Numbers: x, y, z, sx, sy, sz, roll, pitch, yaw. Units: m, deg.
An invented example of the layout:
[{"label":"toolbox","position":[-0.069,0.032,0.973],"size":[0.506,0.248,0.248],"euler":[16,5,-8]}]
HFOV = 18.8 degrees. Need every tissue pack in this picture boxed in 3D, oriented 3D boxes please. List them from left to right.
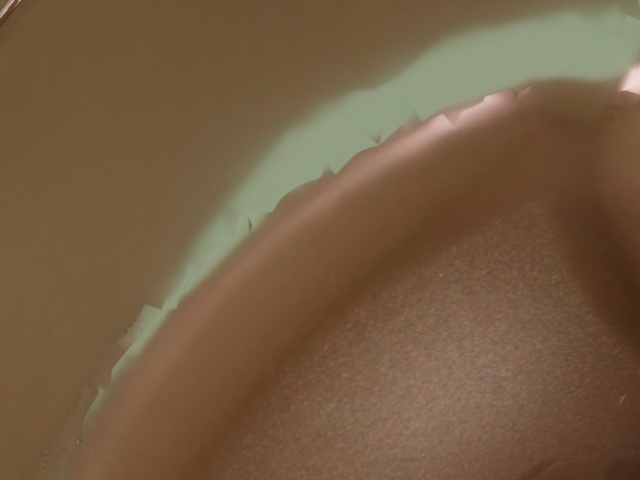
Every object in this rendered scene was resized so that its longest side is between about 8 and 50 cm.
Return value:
[{"label":"tissue pack","position":[0.000,0.000,0.536],"size":[0.387,0.267,0.277],"euler":[-52,52,14]}]
